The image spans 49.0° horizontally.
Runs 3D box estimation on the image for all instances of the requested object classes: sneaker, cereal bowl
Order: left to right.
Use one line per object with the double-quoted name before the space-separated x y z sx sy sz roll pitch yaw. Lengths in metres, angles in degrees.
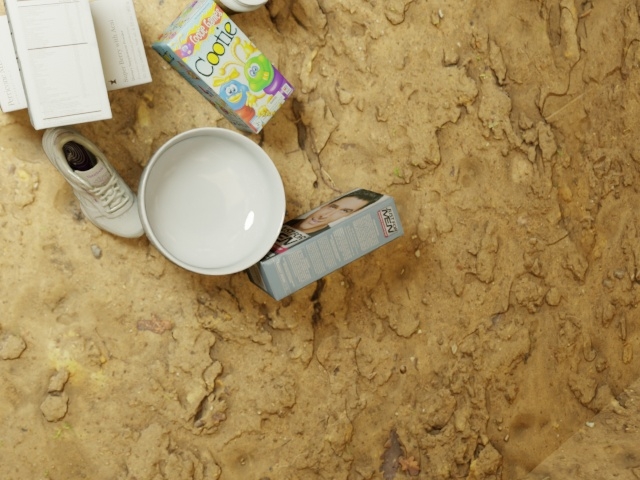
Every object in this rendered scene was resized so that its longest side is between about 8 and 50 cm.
"sneaker" -0.483 -0.113 1.516 0.114 0.152 0.305 -43 119 -14
"cereal bowl" -0.260 -0.086 1.622 0.339 0.141 0.338 1 88 -27

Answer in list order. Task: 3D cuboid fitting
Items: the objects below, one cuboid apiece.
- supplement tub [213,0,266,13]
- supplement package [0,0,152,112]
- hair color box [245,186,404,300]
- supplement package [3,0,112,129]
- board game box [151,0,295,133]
"supplement tub" -0.184 -0.567 1.524 0.144 0.200 0.144 -7 106 -25
"supplement package" -0.519 -0.377 1.417 0.293 0.175 0.177 -18 111 -21
"hair color box" 0.000 0.000 1.767 0.374 0.185 0.113 -27 112 -19
"supplement package" -0.477 -0.335 1.270 0.139 0.134 0.244 -13 108 -23
"board game box" -0.217 -0.390 1.584 0.275 0.144 0.142 43 81 -29
